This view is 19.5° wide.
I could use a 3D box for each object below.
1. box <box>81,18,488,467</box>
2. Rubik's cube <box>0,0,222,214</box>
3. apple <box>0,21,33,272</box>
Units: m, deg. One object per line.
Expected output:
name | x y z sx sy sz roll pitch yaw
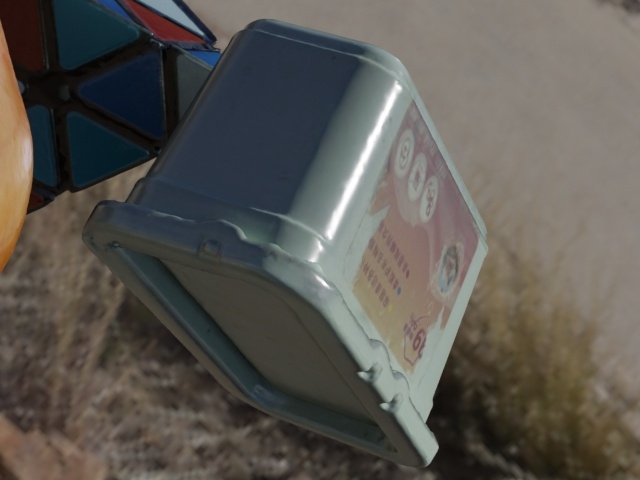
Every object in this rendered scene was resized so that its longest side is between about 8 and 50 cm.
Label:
box | 0.000 0.000 1.231 0.175 0.182 0.312 17 -19 26
Rubik's cube | -0.148 -0.098 1.369 0.234 0.250 0.284 17 4 21
apple | -0.181 -0.032 0.611 0.199 0.199 0.199 26 37 -22
